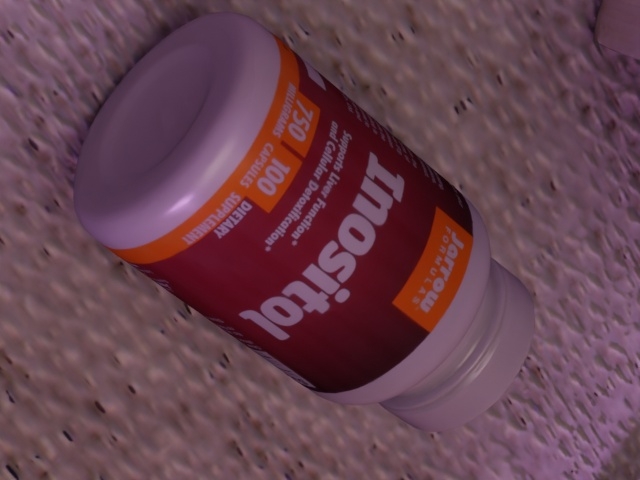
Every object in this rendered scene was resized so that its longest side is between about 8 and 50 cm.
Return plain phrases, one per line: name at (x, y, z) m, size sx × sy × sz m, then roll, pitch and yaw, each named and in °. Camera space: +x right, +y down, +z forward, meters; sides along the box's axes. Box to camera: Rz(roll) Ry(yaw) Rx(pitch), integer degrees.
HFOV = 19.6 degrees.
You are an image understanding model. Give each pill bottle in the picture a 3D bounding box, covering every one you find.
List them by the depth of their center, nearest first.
pill bottle at (0.000, 0.000, 0.611) m, size 0.152 × 0.086 × 0.086 m, roll 37°, pitch 91°, yaw -32°

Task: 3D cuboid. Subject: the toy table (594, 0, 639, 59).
toy table at (0.239, -0.050, 0.664) m, size 0.274 × 0.161 × 0.252 m, roll 20°, pitch 100°, yaw -31°
